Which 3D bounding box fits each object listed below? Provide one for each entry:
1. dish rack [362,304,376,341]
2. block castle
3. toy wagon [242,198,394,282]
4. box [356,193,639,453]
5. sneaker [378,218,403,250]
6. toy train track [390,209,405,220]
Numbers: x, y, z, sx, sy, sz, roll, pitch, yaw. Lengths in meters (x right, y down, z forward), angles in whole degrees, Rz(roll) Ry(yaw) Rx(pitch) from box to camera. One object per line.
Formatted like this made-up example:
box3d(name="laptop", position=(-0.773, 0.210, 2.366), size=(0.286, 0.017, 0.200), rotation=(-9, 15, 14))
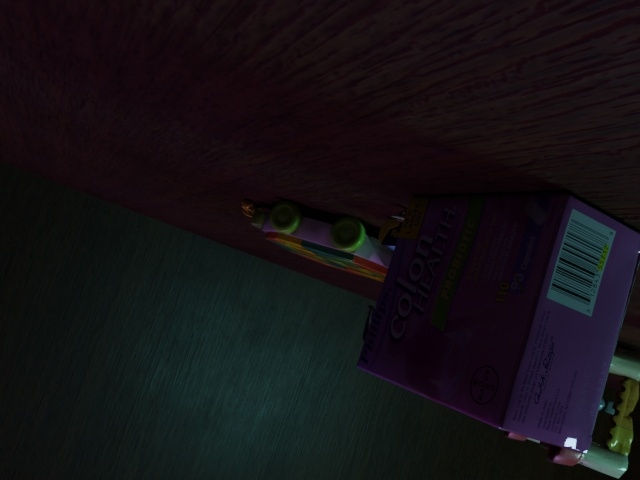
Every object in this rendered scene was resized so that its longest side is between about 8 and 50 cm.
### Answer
box3d(name="dish rack", position=(0.187, 0.182, 1.042), size=(0.208, 0.074, 0.271), rotation=(21, 176, -10))
box3d(name="block castle", position=(0.592, 0.379, 1.611), size=(0.212, 0.303, 0.453), rotation=(19, 172, 4))
box3d(name="toy wagon", position=(0.000, 0.000, 1.204), size=(0.344, 0.068, 0.267), rotation=(16, 172, 25))
box3d(name="box", position=(0.174, 0.070, 0.684), size=(0.117, 0.214, 0.243), rotation=(22, 173, -25))
box3d(name="sneaker", position=(0.150, 0.006, 0.922), size=(0.059, 0.053, 0.144), rotation=(26, 178, -43))
box3d(name="toy train track", position=(0.115, -0.033, 0.874), size=(0.048, 0.014, 0.083), rotation=(12, 179, -6))
